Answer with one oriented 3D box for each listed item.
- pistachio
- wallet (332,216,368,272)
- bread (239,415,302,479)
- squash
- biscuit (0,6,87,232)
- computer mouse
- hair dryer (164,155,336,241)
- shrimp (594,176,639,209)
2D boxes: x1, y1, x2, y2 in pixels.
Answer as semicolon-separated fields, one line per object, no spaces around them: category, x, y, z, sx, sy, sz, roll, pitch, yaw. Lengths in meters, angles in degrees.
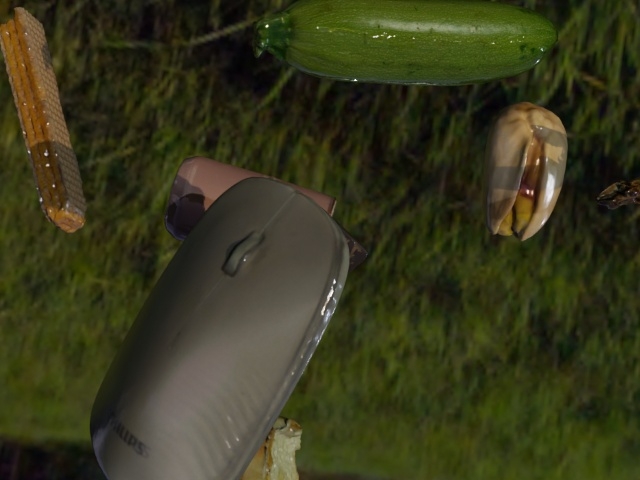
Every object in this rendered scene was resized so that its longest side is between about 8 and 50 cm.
pistachio;0.296;-0.102;1.677;0.117;0.200;0.145;2;-166;-7
wallet;0.000;0.000;1.729;0.156;0.082;0.018;45;-174;-35
bread;-0.064;0.308;1.254;0.088;0.231;0.128;-5;175;22
squash;0.101;-0.235;1.345;0.395;0.107;0.107;-4;176;-26
biscuit;-0.452;-0.197;1.865;0.054;0.378;0.094;-19;165;7
computer mouse;-0.103;0.097;1.057;0.197;0.330;0.095;31;-177;36
hair dryer;-0.098;0.022;1.454;0.189;0.106;0.344;16;154;0
shrimp;0.434;-0.085;1.378;0.195;0.035;0.148;-9;161;-25
